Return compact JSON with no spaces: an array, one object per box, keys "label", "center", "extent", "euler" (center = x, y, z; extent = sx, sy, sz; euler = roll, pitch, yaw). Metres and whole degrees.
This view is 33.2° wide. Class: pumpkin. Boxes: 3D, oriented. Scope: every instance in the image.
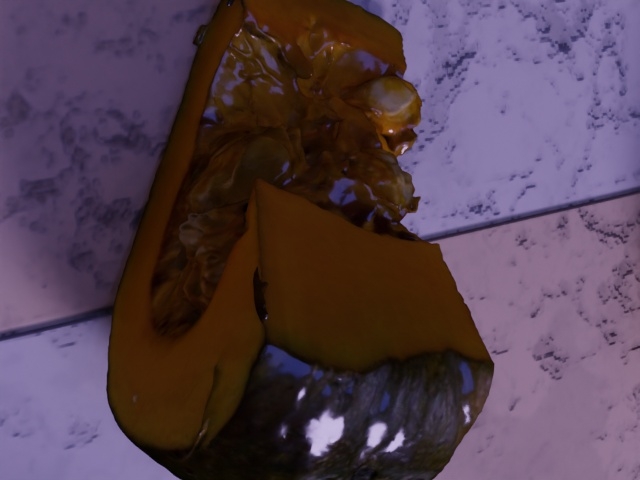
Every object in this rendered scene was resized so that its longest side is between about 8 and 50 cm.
[{"label":"pumpkin","center":[-0.001,0.000,0.549],"extent":[0.139,0.190,0.280],"euler":[17,90,-31]}]
